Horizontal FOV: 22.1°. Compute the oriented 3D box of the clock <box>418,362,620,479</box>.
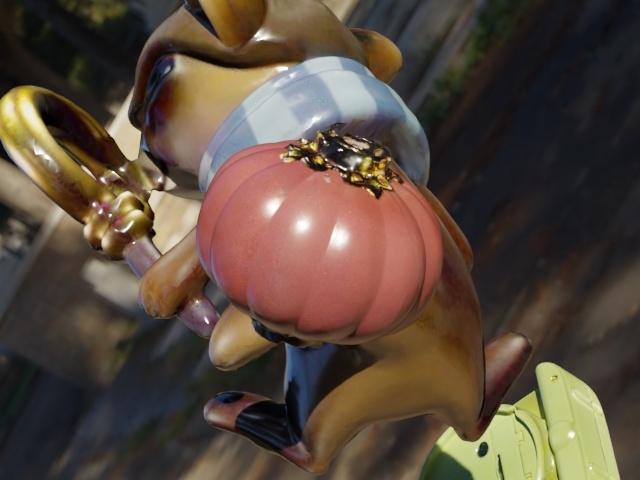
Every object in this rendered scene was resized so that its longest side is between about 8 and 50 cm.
[{"bbox_3d":[0.149,0.225,1.439,0.232,0.069,0.170,-34,42,26],"label":"clock"}]

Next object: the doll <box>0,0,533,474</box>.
[{"bbox_3d":[-0.026,-0.013,1.089,0.209,0.318,0.339,-44,59,36],"label":"doll"}]

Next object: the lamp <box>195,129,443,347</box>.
[{"bbox_3d":[0.000,0.000,0.697,0.107,0.108,0.092,-77,8,-71],"label":"lamp"}]
